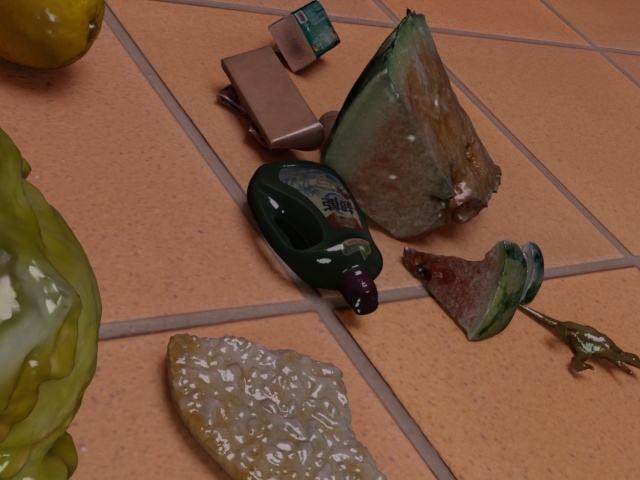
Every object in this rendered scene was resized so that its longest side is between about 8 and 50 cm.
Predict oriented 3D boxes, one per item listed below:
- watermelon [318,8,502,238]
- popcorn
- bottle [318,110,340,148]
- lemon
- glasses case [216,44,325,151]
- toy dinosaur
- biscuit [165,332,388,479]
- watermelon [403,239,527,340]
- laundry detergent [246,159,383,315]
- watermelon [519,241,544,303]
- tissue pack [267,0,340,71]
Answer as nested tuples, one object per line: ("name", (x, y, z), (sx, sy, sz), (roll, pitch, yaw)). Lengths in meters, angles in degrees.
("watermelon", (0.109, -0.139, 1.353), (0.302, 0.151, 0.264), (61, 29, -19))
("popcorn", (-0.299, 0.060, 0.687), (0.312, 0.312, 0.312), (20, 34, -14))
("bottle", (0.023, -0.142, 1.407), (0.045, 0.045, 0.096), (16, 36, -20))
("lemon", (-0.362, -0.298, 1.220), (0.207, 0.170, 0.170), (30, 32, 15))
("glasses case", (-0.079, -0.178, 1.374), (0.102, 0.070, 0.193), (-20, 54, -16))
("toy dinosaur", (0.343, 0.124, 1.309), (0.126, 0.039, 0.162), (4, 30, -43))
("biscuit", (-0.036, 0.171, 0.944), (0.265, 0.040, 0.188), (38, 34, 11))
("watermelon", (0.188, 0.065, 1.259), (0.158, 0.121, 0.098), (-4, -5, 34))
("laundry detergent", (0.000, 0.000, 1.173), (0.144, 0.078, 0.222), (4, 43, -31))
("watermelon", (0.272, 0.039, 1.346), (0.061, 0.085, 0.085), (2, 24, 24))
("tissue pack", (-0.033, -0.325, 1.592), (0.085, 0.079, 0.111), (60, 31, -12))
